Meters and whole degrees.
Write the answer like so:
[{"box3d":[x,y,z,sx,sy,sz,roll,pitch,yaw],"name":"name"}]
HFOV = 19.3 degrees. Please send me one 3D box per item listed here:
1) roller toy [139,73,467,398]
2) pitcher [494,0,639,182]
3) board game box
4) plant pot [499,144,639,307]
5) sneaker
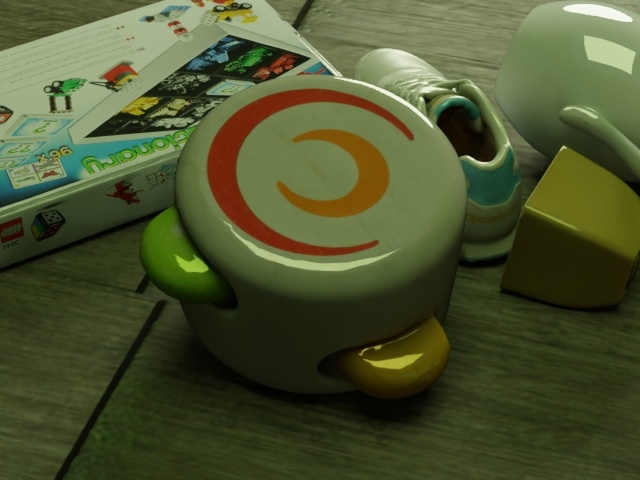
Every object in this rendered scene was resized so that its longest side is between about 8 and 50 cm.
[{"box3d":[0.000,0.000,1.259,0.209,0.146,0.191,15,51,8],"name":"roller toy"},{"box3d":[0.226,-0.090,1.372,0.207,0.125,0.178,27,26,19],"name":"pitcher"},{"box3d":[-0.148,-0.098,1.443,0.305,0.053,0.193,-20,44,-22],"name":"board game box"},{"box3d":[0.184,-0.001,1.315,0.083,0.081,0.081,24,45,14],"name":"plant pot"},{"box3d":[0.089,-0.087,1.402,0.087,0.092,0.228,-16,42,-16],"name":"sneaker"}]
